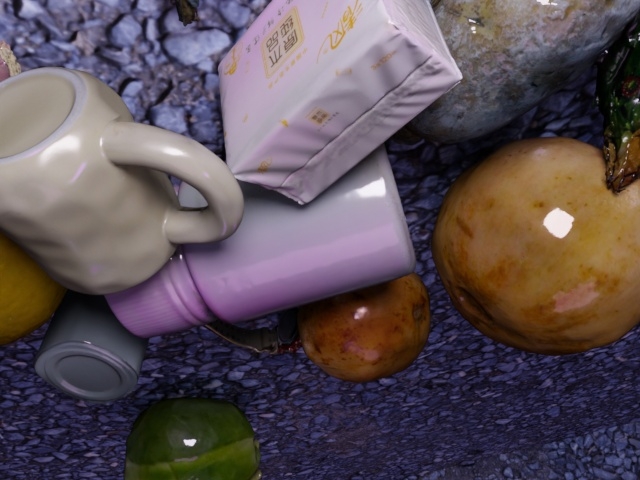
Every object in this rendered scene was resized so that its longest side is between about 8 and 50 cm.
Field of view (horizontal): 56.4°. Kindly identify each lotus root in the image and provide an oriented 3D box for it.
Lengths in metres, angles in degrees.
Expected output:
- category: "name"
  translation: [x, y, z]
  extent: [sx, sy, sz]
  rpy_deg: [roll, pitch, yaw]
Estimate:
- category: "lotus root"
  translation: [0.193, -0.213, 0.644]
  extent: [0.175, 0.175, 0.349]
  rpy_deg: [20, 135, -36]

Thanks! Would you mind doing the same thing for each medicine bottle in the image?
- category: "medicine bottle"
  translation: [-0.081, -0.007, 0.807]
  extent: [0.388, 0.219, 0.219]
  rpy_deg: [-17, 144, 8]

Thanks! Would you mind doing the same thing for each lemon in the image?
- category: "lemon"
  translation: [-0.433, 0.019, 0.747]
  extent: [0.235, 0.236, 0.263]
  rpy_deg: [-13, 128, 3]

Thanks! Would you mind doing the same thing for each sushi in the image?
- category: "sushi"
  translation: [0.386, -0.209, 0.705]
  extent: [0.140, 0.149, 0.287]
  rpy_deg: [6, 116, -33]

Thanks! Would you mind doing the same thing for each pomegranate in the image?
- category: "pomegranate"
  translation: [0.333, -0.003, 0.869]
  extent: [0.338, 0.338, 0.338]
  rpy_deg: [-7, 144, -5]
- category: "pomegranate"
  translation: [0.076, 0.136, 1.045]
  extent: [0.248, 0.248, 0.248]
  rpy_deg: [-7, 144, -5]

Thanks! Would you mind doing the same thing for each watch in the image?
- category: "watch"
  translation: [-0.132, 0.123, 1.100]
  extent: [0.165, 0.102, 0.268]
  rpy_deg: [-38, 128, 23]

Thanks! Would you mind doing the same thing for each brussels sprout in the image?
- category: "brussels sprout"
  translation: [-0.322, 0.524, 1.450]
  extent: [0.314, 0.276, 0.371]
  rpy_deg: [-10, 154, -24]

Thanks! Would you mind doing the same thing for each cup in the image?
- category: "cup"
  translation: [-0.223, -0.043, 0.604]
  extent: [0.255, 0.173, 0.202]
  rpy_deg: [26, 155, 27]

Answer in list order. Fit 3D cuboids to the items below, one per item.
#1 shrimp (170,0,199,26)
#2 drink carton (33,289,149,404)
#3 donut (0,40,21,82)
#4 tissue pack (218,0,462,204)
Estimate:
- category: "shrimp"
  translation: [-0.181, -0.292, 0.542]
  extent: [0.150, 0.051, 0.217]
  rpy_deg: [-9, 137, 3]
- category: "drink carton"
  translation: [-0.341, 0.127, 0.932]
  extent: [0.191, 0.190, 0.185]
  rpy_deg: [-30, 121, 25]
- category: "donut"
  translation: [-0.330, -0.147, 0.683]
  extent: [0.117, 0.065, 0.166]
  rpy_deg: [-28, 140, 20]
- category: "tissue pack"
  translation: [0.004, -0.180, 0.622]
  extent: [0.124, 0.185, 0.225]
  rpy_deg: [20, 135, -40]
